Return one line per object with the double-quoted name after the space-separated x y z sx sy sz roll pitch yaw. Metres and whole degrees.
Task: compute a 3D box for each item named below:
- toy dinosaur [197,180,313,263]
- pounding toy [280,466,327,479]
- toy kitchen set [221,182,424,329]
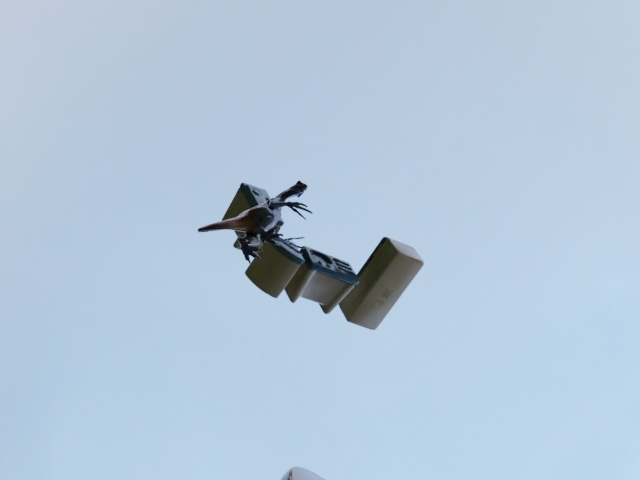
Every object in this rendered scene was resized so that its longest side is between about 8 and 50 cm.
-0.038 -0.023 0.823 0.047 0.090 0.082 -49 -158 32 "toy dinosaur"
0.006 0.331 1.046 0.110 0.183 0.237 -46 -157 4 "pounding toy"
0.000 0.000 1.468 0.122 0.207 0.166 -54 -143 20 "toy kitchen set"
